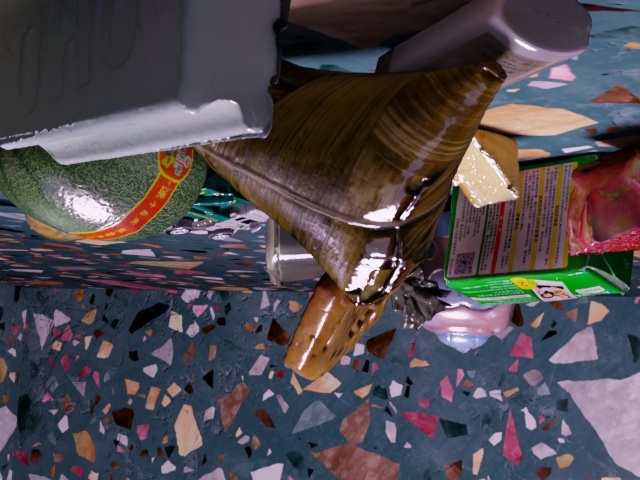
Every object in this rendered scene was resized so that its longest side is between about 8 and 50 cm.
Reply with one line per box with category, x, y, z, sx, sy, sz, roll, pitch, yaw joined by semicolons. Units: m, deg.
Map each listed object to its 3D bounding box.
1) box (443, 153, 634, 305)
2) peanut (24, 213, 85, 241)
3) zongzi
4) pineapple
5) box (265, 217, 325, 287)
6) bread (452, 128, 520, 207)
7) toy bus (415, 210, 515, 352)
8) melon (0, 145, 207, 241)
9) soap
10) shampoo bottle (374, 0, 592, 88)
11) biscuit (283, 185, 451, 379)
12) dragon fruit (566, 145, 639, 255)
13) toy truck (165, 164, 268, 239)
box;0.283;-0.014;1.521;0.250;0.180;0.103;-7;156;45
peanut;-0.340;-0.052;1.775;0.236;0.110;0.120;1;155;-45
zongzi;0.008;-0.118;0.999;0.286;0.134;0.288;38;143;10
pineapple;0.085;0.031;1.738;0.248;0.128;0.128;45;159;-13
box;0.000;0.000;1.921;0.178;0.138;0.274;-1;173;0
bread;0.177;-0.087;1.367;0.109;0.080;0.084;7;170;-43
toy bus;0.237;0.063;1.899;0.197;0.231;0.294;3;173;6
melon;-0.211;-0.089;1.138;0.182;0.182;0.288;0;172;22
soap;-0.146;-0.142;0.844;0.261;0.150;0.094;-4;164;43
shampoo bottle;0.126;-0.155;0.967;0.086;0.055;0.227;18;168;-20
biscuit;0.071;0.037;1.514;0.046;0.359;0.359;33;179;13
dragon fruit;0.416;-0.064;1.343;0.274;0.126;0.161;-3;167;-31
toy truck;-0.148;-0.068;1.574;0.116;0.110;0.216;-13;165;27
